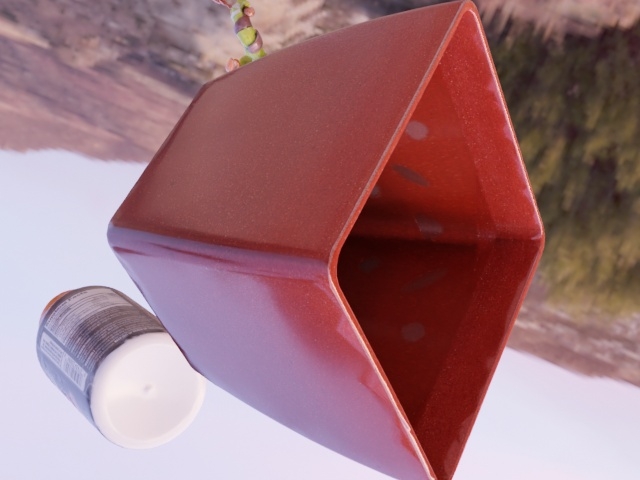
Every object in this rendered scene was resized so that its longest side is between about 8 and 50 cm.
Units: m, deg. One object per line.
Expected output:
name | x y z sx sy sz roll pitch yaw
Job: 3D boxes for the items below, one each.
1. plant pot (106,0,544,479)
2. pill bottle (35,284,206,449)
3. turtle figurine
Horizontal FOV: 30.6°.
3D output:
plant pot | 0.000 0.000 0.909 0.236 0.267 0.267 5 140 31
pill bottle | -0.231 0.125 1.282 0.130 0.130 0.246 18 -176 -33
turtle figurine | -0.037 -0.213 1.435 0.217 0.087 0.269 6 146 35
